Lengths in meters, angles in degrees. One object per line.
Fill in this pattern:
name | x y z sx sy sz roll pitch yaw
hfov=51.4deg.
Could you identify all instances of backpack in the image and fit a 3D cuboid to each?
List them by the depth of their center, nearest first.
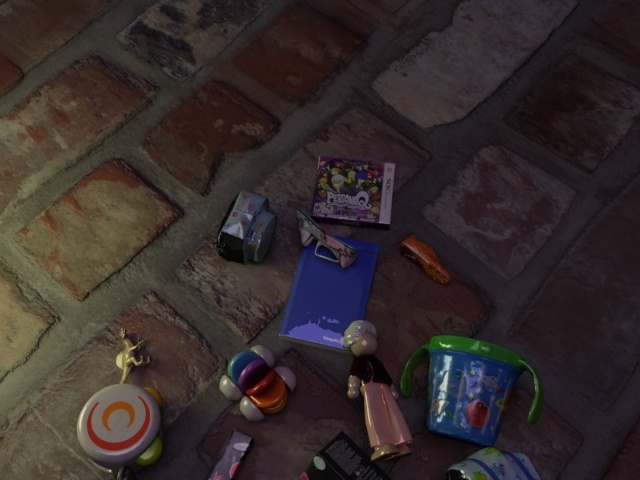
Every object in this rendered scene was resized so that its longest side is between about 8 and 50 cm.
backpack | 0.409 0.636 1.448 0.273 0.290 0.355 -32 61 -23
backpack | -0.197 -0.040 1.828 0.144 0.166 0.188 12 68 4

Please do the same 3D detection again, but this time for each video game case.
video game case | 0.097 -0.141 1.945 0.232 0.042 0.210 7 63 4

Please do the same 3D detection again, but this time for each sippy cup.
sippy cup | 0.354 0.368 1.596 0.240 0.305 0.224 23 72 -18

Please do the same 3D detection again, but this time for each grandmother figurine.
grandmother figurine | 0.135 0.356 1.621 0.104 0.208 0.342 -24 61 17

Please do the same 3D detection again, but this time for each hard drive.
hard drive | 0.028 0.137 1.808 0.210 0.040 0.319 12 64 6

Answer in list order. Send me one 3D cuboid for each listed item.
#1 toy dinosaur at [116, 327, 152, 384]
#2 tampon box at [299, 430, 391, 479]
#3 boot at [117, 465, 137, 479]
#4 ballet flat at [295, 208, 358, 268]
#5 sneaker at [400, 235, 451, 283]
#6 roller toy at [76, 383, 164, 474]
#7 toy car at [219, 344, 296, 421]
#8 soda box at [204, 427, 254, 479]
toy dinosaur | -0.492 0.315 1.730 0.092 0.053 0.183 -13 56 11
tampon box | 0.056 0.553 1.542 0.161 0.120 0.101 41 39 18
boot | -0.324 0.605 1.513 0.229 0.091 0.263 -18 99 0
ballet flat | 0.000 0.000 1.820 0.221 0.077 0.079 37 88 17
sneaker | 0.301 0.049 1.839 0.067 0.064 0.175 -36 71 -26
roller toy | -0.476 0.453 1.598 0.191 0.146 0.209 -5 55 -9
toy car | -0.159 0.347 1.653 0.182 0.136 0.159 42 71 19
soda box | -0.224 0.543 1.603 0.060 0.053 0.169 23 67 11
